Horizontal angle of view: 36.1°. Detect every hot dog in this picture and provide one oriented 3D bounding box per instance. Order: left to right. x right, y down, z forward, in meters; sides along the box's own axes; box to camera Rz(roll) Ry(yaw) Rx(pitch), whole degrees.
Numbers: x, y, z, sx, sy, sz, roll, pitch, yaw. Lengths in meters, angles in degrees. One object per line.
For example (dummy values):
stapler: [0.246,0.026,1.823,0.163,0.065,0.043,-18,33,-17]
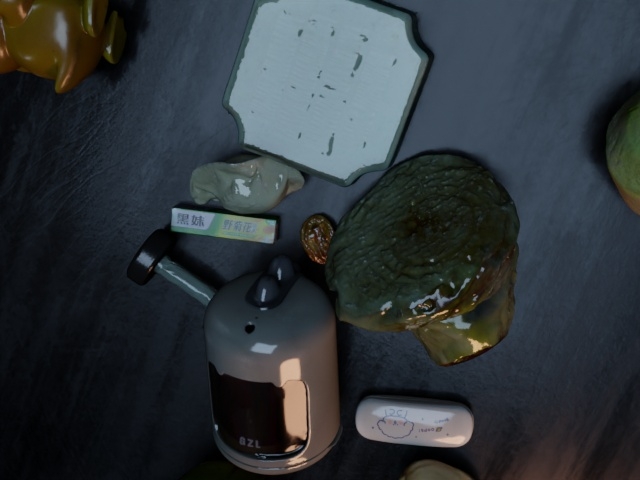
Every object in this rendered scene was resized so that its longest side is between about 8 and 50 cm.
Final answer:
hot dog: [0.000,0.000,1.611,0.058,0.035,0.083,-25,97,8]

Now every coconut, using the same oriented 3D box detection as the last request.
coconut: [0.527,-0.127,1.435,0.205,0.236,0.236,-4,102,32]

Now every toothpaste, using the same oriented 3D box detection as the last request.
toothpaste: [-0.157,-0.027,1.625,0.178,0.037,0.043,7,103,5]

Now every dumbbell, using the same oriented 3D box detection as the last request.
dumbbell: [-0.216,0.071,1.621,0.191,0.100,0.100,34,103,-2]

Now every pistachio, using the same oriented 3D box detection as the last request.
pistachio: [0.207,0.457,1.637,0.145,0.117,0.200,-34,96,7]

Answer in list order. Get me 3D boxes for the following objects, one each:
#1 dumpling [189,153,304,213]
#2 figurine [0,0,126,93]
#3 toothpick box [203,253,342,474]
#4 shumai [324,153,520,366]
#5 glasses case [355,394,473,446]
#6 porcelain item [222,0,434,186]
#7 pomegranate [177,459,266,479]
dumpling: [-0.120,-0.101,1.555,0.169,0.134,0.100,13,70,18]
figurine: [-0.438,-0.328,1.528,0.228,0.215,0.215,28,104,15]
toothpick box: [-0.071,0.178,1.531,0.229,0.229,0.316,3,124,7]
shumai: [0.186,0.055,1.547,0.309,0.304,0.263,-15,135,20]
glasses case: [0.157,0.303,1.645,0.197,0.049,0.076,5,102,6]
porcelain item: [0.013,-0.246,1.497,0.281,0.157,0.285,20,104,5]
pomegranate: [-0.206,0.481,1.651,0.302,0.236,0.236,5,103,27]
